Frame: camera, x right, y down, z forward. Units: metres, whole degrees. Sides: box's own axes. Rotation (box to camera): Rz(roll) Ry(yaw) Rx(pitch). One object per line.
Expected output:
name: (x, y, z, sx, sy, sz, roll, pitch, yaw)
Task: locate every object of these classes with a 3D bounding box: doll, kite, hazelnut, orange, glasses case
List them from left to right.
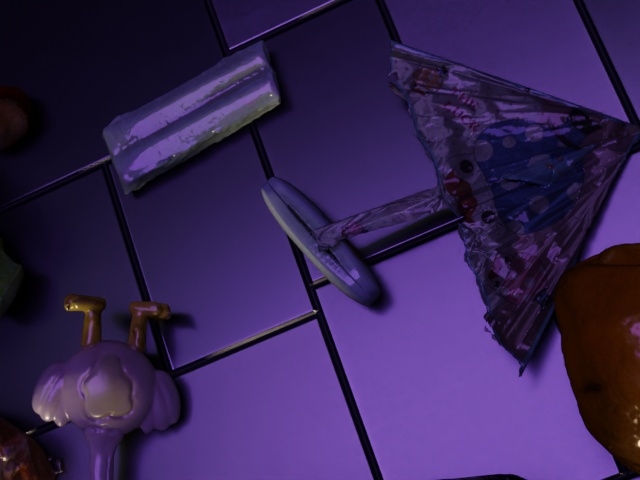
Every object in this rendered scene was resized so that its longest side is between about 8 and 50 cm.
hazelnut: (-0.388, -0.150, 1.476, 0.086, 0.086, 0.086, -4, 76, 16)
doll: (-0.237, 0.243, 1.316, 0.160, 0.094, 0.365, 7, 72, -10)
glasses case: (0.000, 0.000, 1.325, 0.045, 0.067, 0.178, -42, 69, 2)
kite: (0.167, -0.057, 1.280, 0.368, 0.014, 0.406, -19, 67, -1)
orange: (0.326, 0.113, 1.114, 0.183, 0.249, 0.249, -17, 73, 19)

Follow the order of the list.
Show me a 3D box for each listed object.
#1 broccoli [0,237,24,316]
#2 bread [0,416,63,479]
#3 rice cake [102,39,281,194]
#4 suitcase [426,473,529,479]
broccoli: (-0.474, 0.011, 1.401, 0.269, 0.254, 0.269, 1, 110, 2)
bread: (-0.418, 0.269, 1.358, 0.244, 0.123, 0.190, -16, 72, 11)
rice cake: (-0.146, -0.143, 1.417, 0.226, 0.040, 0.085, -29, 70, 8)
suitcase: (0.044, 0.302, 1.153, 0.334, 0.229, 0.152, -10, 75, 15)
